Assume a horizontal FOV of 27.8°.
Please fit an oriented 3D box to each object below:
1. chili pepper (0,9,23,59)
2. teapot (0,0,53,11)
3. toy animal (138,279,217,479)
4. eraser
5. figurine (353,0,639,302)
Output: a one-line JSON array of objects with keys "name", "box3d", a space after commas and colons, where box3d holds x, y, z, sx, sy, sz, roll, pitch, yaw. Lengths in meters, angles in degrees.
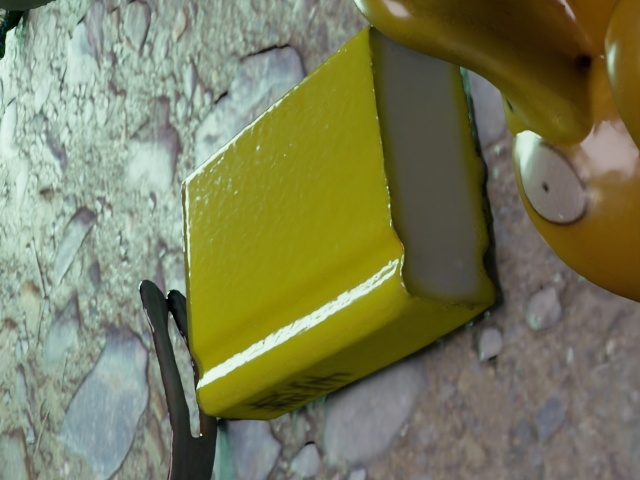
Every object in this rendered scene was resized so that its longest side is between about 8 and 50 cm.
[{"name": "chili pepper", "box3d": [-0.335, -0.282, 1.307, 0.098, 0.061, 0.224, -9, 71, 37]}, {"name": "teapot", "box3d": [-0.303, -0.334, 1.172, 0.183, 0.183, 0.251, -51, 60, 39]}, {"name": "toy animal", "box3d": [-0.115, 0.230, 0.847, 0.284, 0.225, 0.302, -49, 55, 11]}, {"name": "eraser", "box3d": [0.000, 0.000, 0.723, 0.226, 0.069, 0.158, -33, 58, 50]}, {"name": "figurine", "box3d": [0.133, -0.097, 0.451, 0.228, 0.215, 0.215, -52, 42, 21]}]
